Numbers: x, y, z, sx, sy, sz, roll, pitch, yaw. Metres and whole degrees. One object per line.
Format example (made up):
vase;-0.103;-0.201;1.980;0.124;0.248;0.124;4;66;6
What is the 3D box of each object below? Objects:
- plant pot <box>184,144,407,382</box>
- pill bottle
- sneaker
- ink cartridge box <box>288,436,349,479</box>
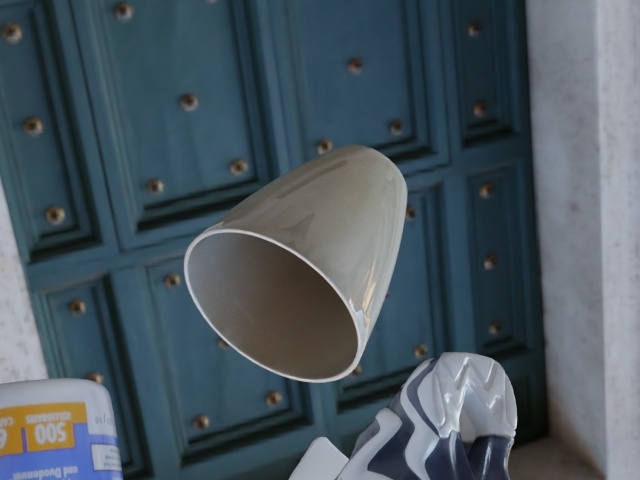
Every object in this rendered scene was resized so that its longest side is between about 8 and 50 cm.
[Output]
plant pot;0.000;0.000;1.439;0.256;0.256;0.274;7;-137;32
pill bottle;-0.197;0.239;0.722;0.152;0.272;0.152;-11;165;-3
sneaker;0.072;0.208;0.776;0.094;0.235;0.153;5;157;-23
ink cartridge box;0.008;0.345;0.876;0.119;0.207;0.353;-31;-159;56
